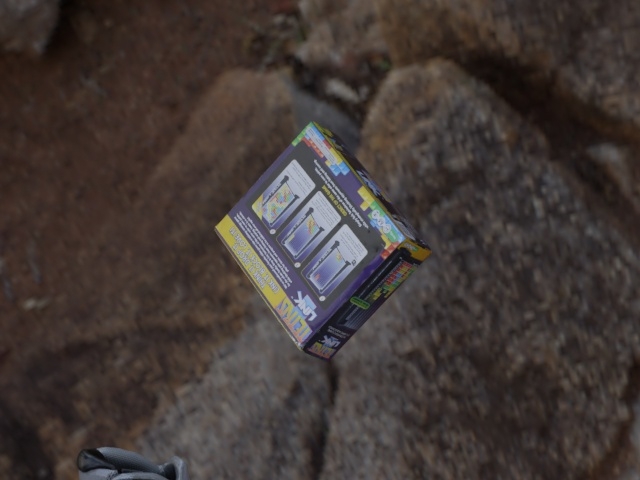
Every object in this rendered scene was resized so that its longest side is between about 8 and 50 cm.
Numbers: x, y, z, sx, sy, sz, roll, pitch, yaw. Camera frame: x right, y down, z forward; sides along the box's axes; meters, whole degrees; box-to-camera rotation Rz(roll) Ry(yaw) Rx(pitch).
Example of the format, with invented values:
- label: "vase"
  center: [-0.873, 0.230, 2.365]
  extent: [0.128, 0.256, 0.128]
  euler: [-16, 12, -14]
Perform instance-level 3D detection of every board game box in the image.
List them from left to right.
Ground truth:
- label: "board game box"
  center: [0.000, 0.000, 1.639]
  extent: [0.141, 0.048, 0.170]
  euler: [-47, 53, 14]

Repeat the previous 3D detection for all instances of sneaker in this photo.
- label: "sneaker"
  center: [-0.197, 0.229, 1.425]
  extent: [0.229, 0.132, 0.086]
  euler: [-23, 32, -28]
